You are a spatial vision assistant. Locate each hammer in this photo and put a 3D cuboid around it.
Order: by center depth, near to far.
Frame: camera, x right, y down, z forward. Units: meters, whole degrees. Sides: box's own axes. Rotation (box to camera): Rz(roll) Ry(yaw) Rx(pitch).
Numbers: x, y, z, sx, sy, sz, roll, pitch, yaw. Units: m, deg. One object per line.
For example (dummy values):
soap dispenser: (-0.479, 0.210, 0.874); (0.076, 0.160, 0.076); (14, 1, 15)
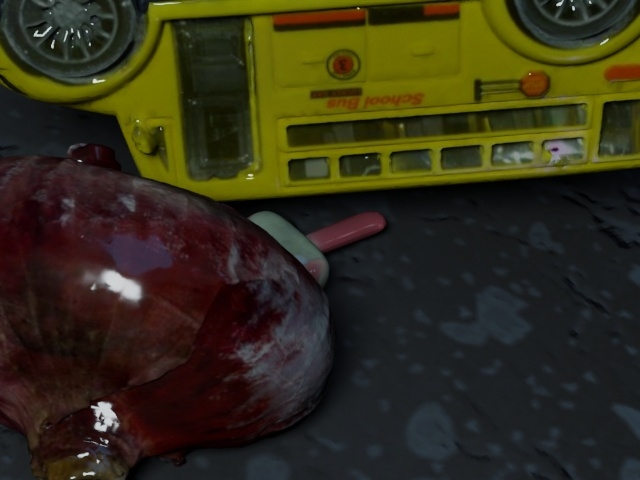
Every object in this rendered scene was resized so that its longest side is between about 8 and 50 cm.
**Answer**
hammer: (0.000, 0.000, 0.705); (0.083, 0.031, 0.052); (-22, 53, -37)

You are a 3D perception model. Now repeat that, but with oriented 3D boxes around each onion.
onion: (-0.093, 0.023, 0.613); (0.206, 0.098, 0.151); (9, 42, -2)

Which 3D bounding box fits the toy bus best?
toy bus: (0.000, -0.102, 0.699); (0.330, 0.152, 0.144); (-4, 33, -3)
